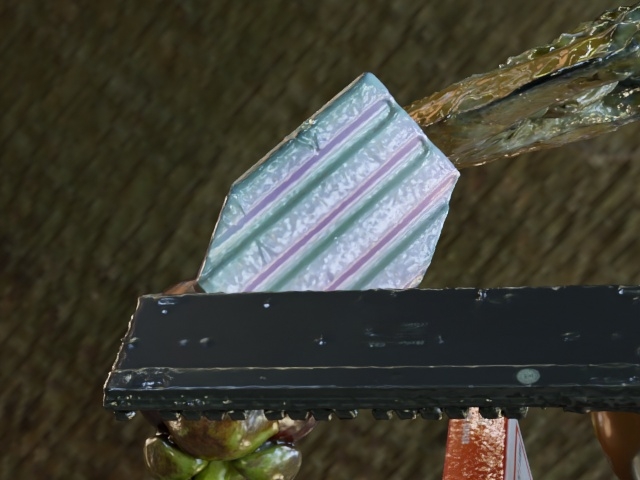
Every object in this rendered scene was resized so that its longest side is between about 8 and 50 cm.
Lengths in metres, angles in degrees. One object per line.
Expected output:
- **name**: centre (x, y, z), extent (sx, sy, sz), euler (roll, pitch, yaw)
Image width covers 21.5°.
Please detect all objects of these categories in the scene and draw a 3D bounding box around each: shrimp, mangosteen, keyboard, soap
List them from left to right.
- **mangosteen**: centre (-0.056, 0.111, 1.166), extent (0.156, 0.146, 0.181), euler (39, 37, -61)
- **soap**: centre (0.000, 0.000, 0.853), extent (0.100, 0.149, 0.056), euler (47, -19, 1)
- **keyboard**: centre (0.023, 0.039, 0.585), extent (0.060, 0.195, 0.018), euler (-75, 159, -49)
- **shrimp**: centre (0.237, -0.135, 1.058), extent (0.272, 0.445, 0.085), euler (133, -64, -86)

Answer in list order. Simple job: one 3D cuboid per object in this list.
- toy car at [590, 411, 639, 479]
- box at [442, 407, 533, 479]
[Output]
- **toy car**: centre (0.282, 0.132, 1.045), extent (0.145, 0.235, 0.235), euler (49, 16, -32)
- **box**: centre (0.124, 0.209, 1.207), extent (0.229, 0.050, 0.123), euler (-71, 149, -66)
